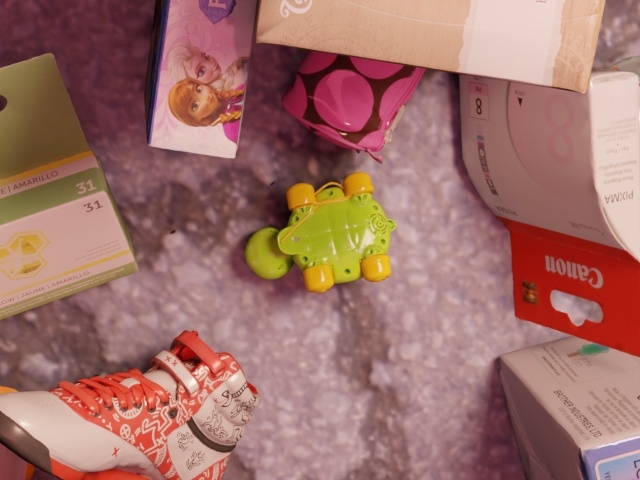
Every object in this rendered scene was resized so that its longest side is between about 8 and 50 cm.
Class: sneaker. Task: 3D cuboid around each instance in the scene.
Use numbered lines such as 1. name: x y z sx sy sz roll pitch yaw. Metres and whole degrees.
1. sneaker: -0.155 0.128 1.460 0.145 0.090 0.270 -57 141 1

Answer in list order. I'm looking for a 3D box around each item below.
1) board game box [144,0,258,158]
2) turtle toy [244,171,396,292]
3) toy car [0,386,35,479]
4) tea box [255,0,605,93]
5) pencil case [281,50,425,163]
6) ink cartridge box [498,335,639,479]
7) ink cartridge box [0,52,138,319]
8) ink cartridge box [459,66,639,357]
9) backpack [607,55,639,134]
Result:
1. board game box: -0.079 -0.240 1.334 0.065 0.318 0.319 8 99 -7
2. turtle toy: 0.000 0.000 1.519 0.130 0.066 0.095 -11 79 -3
3. toy car: -0.281 0.211 1.481 0.210 0.219 0.238 7 71 -10
4. tea box: 0.093 -0.289 1.221 0.220 0.323 0.329 9 102 2
5. pencil case: 0.059 -0.172 1.484 0.098 0.095 0.209 32 96 18
6. ink cartridge box: 0.377 0.145 1.498 0.395 0.270 0.151 -16 104 -5
7. ink cartridge box: -0.252 -0.030 1.415 0.171 0.056 0.235 -19 147 -4
8. ink cartridge box: 0.187 -0.029 1.477 0.066 0.189 0.232 -6 102 -28
9. backpack: 0.301 -0.063 1.514 0.188 0.144 0.166 31 100 -10
